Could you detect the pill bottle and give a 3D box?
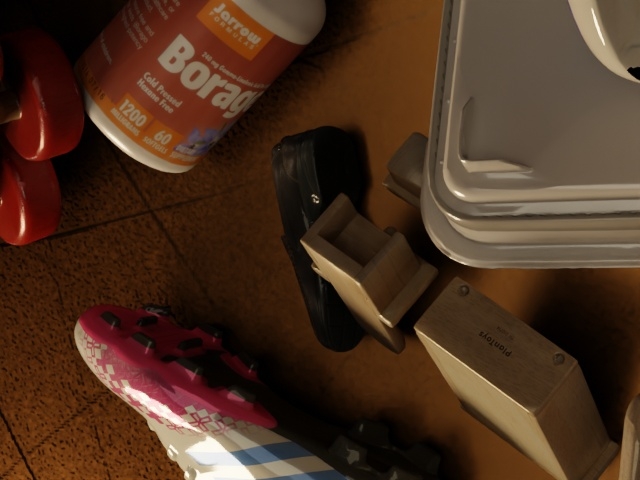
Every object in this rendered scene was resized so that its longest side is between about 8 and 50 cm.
[{"bbox_3d":[-0.075,-0.162,1.184,0.216,0.121,0.121,-45,78,21],"label":"pill bottle"}]

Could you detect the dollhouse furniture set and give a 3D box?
[{"bbox_3d":[0.221,-0.023,1.121,0.303,0.174,0.355,35,79,29],"label":"dollhouse furniture set"}]

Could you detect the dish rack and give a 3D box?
[{"bbox_3d":[0.200,-0.150,1.024,0.285,0.072,0.333,-1,68,24],"label":"dish rack"}]

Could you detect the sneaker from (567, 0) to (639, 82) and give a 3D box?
[{"bbox_3d":[0.161,-0.267,0.992,0.130,0.236,0.323,-11,103,-14],"label":"sneaker"}]

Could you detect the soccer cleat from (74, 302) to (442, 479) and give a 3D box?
[{"bbox_3d":[-0.065,0.168,1.220,0.331,0.116,0.143,28,105,18],"label":"soccer cleat"}]

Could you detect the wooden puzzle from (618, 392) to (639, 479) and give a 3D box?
[{"bbox_3d":[0.306,0.241,0.999,0.080,0.347,0.322,-154,67,-65],"label":"wooden puzzle"}]

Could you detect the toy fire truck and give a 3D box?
[{"bbox_3d":[-0.321,-0.119,1.230,0.254,0.169,0.302,56,149,19],"label":"toy fire truck"}]

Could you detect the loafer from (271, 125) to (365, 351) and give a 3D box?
[{"bbox_3d":[0.000,0.000,1.212,0.061,0.062,0.170,-4,91,46],"label":"loafer"}]
